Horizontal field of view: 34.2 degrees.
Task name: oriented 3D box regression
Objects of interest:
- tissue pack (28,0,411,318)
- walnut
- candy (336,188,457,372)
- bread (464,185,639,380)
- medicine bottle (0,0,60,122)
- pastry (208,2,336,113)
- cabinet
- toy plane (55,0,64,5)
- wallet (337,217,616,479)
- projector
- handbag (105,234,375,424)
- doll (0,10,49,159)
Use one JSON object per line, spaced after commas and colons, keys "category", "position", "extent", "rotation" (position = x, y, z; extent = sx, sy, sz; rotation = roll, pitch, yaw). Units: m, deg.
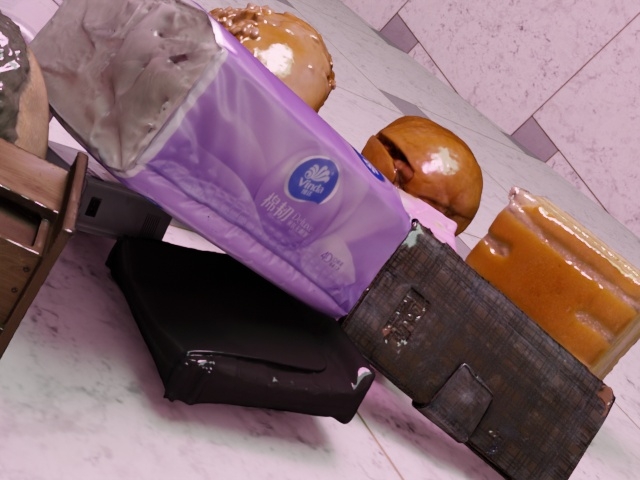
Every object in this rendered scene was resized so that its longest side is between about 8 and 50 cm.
{"category": "tissue pack", "position": [-0.091, -0.093, 0.984], "extent": [0.242, 0.160, 0.338], "rotation": [39, 0, 41]}
{"category": "walnut", "position": [0.155, -0.106, 1.718], "extent": [0.209, 0.209, 0.336], "rotation": [28, 21, -15]}
{"category": "candy", "position": [0.087, 0.042, 1.306], "extent": [0.116, 0.155, 0.265], "rotation": [30, 18, -3]}
{"category": "bread", "position": [0.298, 0.088, 1.415], "extent": [0.246, 0.239, 0.111], "rotation": [44, 16, 25]}
{"category": "medicine bottle", "position": [-0.359, -0.177, 1.119], "extent": [0.165, 0.165, 0.273], "rotation": [27, 21, -16]}
{"category": "pastry", "position": [-0.128, -0.202, 1.356], "extent": [0.184, 0.285, 0.315], "rotation": [53, 10, -20]}
{"category": "cabinet", "position": [-0.282, 0.012, 0.691], "extent": [0.175, 0.215, 0.148], "rotation": [26, 20, -19]}
{"category": "toy plane", "position": [-0.485, -0.410, 1.561], "extent": [0.252, 0.118, 0.252], "rotation": [28, 18, -10]}
{"category": "wallet", "position": [0.175, 0.136, 1.141], "extent": [0.317, 0.169, 0.044], "rotation": [41, -20, -11]}
{"category": "projector", "position": [-0.240, -0.050, 1.118], "extent": [0.115, 0.061, 0.147], "rotation": [15, 13, -39]}
{"category": "handbag", "position": [-0.088, 0.091, 1.034], "extent": [0.223, 0.080, 0.247], "rotation": [11, 23, -32]}
{"category": "doll", "position": [-0.395, -0.109, 0.811], "extent": [0.350, 0.247, 0.247], "rotation": [10, 29, -36]}
